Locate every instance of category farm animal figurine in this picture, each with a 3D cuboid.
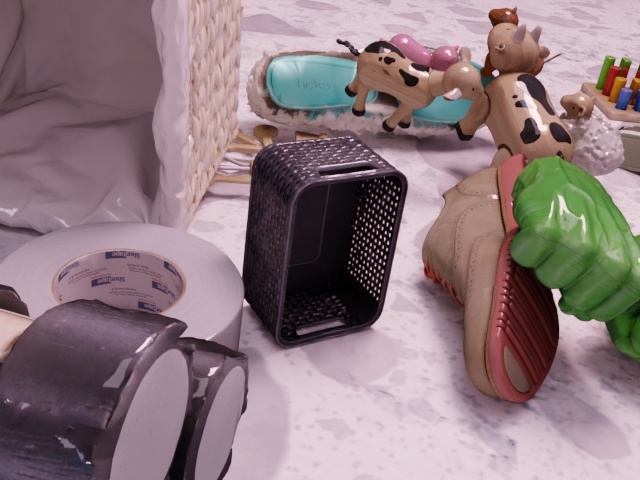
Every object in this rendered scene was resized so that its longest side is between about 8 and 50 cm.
[{"bbox_3d":[0.232,-0.199,1.081,0.330,0.172,0.326,-22,71,-29],"label":"farm animal figurine"}]

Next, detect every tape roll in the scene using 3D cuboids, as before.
[{"bbox_3d":[-0.180,0.067,0.721,0.219,0.072,0.219,6,31,-3],"label":"tape roll"}]

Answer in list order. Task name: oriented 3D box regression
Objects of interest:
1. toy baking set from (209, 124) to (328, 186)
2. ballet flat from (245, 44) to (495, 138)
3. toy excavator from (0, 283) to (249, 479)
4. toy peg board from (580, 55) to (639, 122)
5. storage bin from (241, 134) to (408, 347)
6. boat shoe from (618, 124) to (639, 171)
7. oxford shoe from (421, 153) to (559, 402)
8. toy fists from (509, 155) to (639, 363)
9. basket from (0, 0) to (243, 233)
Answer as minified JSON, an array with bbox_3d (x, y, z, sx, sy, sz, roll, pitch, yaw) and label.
[{"bbox_3d":[-0.073,-0.100,1.078,0.197,0.030,0.256,15,31,17],"label":"toy baking set"},{"bbox_3d":[0.076,-0.225,1.225,0.409,0.147,0.147,1,31,-21],"label":"ballet flat"},{"bbox_3d":[-0.221,0.221,0.334,0.222,0.445,0.433,13,-11,10],"label":"toy excavator"},{"bbox_3d":[0.601,-0.286,1.508,0.161,0.079,0.160,4,30,-6],"label":"toy peg board"},{"bbox_3d":[0.000,0.000,0.771,0.122,0.180,0.084,-10,36,-29],"label":"storage bin"},{"bbox_3d":[0.556,-0.126,1.222,0.228,0.081,0.069,25,38,31],"label":"boat shoe"},{"bbox_3d":[0.173,0.042,0.850,0.130,0.123,0.348,-17,28,26],"label":"oxford shoe"},{"bbox_3d":[0.292,0.038,0.776,0.279,0.096,0.142,33,28,-21],"label":"toy fists"},{"bbox_3d":[-0.269,-0.205,0.881,0.332,0.328,0.266,11,37,5],"label":"basket"}]
